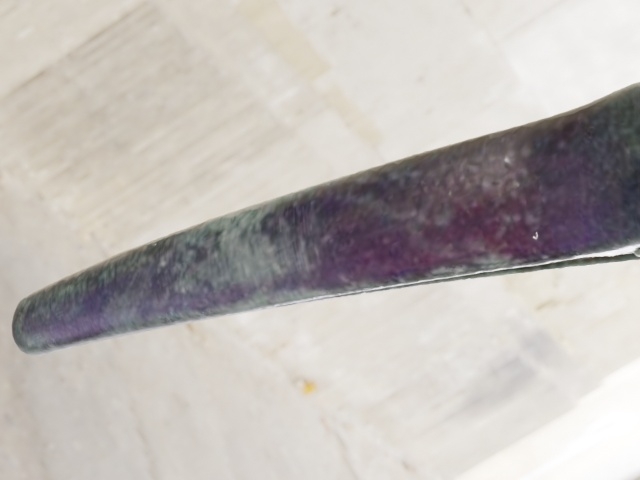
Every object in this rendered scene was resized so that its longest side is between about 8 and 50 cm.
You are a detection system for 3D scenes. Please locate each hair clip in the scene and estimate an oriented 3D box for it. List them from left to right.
[{"bbox_3d":[0.000,0.000,0.562,0.083,0.275,0.048,2,78,-62],"label":"hair clip"}]
